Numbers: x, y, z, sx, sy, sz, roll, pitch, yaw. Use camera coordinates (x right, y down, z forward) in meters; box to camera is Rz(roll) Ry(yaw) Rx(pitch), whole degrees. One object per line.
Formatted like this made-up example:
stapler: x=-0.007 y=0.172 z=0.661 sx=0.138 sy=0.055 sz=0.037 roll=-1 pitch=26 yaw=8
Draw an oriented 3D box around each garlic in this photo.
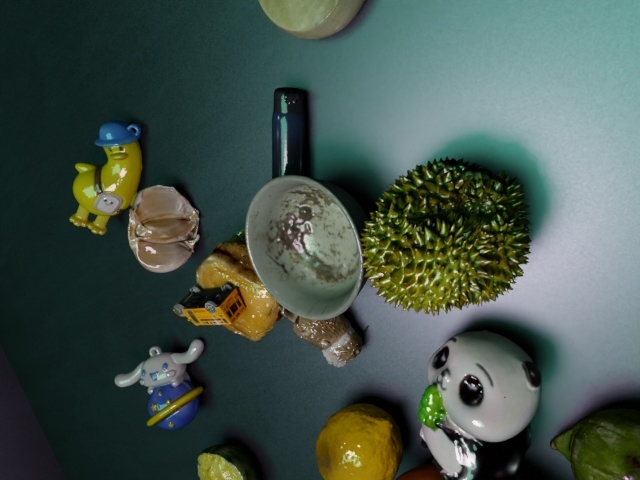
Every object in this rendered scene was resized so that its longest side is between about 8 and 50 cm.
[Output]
garlic: x=-0.424 y=-0.029 z=1.238 sx=0.142 sy=0.177 sz=0.230 roll=172 pitch=97 yaw=-66

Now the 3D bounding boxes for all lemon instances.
lemon: x=0.086 y=0.470 z=1.032 sx=0.188 sy=0.188 sz=0.257 roll=39 pitch=124 yaw=17

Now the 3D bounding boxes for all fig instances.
fig: x=0.469 y=0.366 z=0.757 sx=0.235 sy=0.203 sz=0.203 roll=-3 pitch=105 yaw=56

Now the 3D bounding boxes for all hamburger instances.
hamburger: x=-0.161 y=0.099 z=1.089 sx=0.244 sy=0.163 sz=0.245 roll=14 pitch=120 yaw=25

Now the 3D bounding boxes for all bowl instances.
bowl: x=0.000 y=0.000 z=0.926 sx=0.289 sy=0.146 sz=0.290 roll=15 pitch=116 yaw=34

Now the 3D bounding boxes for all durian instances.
durian: x=0.200 y=-0.003 z=0.758 sx=0.290 sy=0.291 sz=0.225 roll=17 pitch=154 yaw=28

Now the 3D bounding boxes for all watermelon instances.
watermelon: x=-0.260 y=0.706 z=1.374 sx=0.204 sy=0.127 sz=0.232 roll=-35 pitch=84 yaw=36

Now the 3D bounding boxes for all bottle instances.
bottle: x=-0.068 y=-0.196 z=0.981 sx=0.072 sy=0.082 sz=0.245 roll=-3 pitch=112 yaw=-12

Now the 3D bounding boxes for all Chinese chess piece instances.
Chinese chess piece: x=-0.013 y=-0.487 z=0.832 sx=0.237 sy=0.092 sz=0.238 roll=11 pitch=111 yaw=31

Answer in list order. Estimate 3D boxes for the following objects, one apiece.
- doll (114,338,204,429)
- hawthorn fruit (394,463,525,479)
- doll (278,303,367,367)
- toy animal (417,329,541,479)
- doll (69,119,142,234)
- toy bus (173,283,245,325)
doll: x=-0.434 y=0.431 z=1.407 sx=0.311 sy=0.159 sz=0.243 roll=-39 pitch=69 yaw=13
hawthorn fruit: x=0.274 y=0.665 z=0.826 sx=0.471 sy=0.471 sz=0.473 roll=11 pitch=112 yaw=30
doll: x=-0.002 y=0.191 z=1.026 sx=0.221 sy=0.115 sz=0.105 roll=35 pitch=169 yaw=-10
toy animal: x=0.277 y=0.300 z=0.833 sx=0.212 sy=0.212 sz=0.267 roll=7 pitch=111 yaw=31
doll: x=-0.588 y=-0.176 z=1.305 sx=0.199 sy=0.145 sz=0.363 roll=26 pitch=117 yaw=-22
toy bus: x=-0.248 y=0.147 z=1.021 sx=0.162 sy=0.070 sz=0.074 roll=-8 pitch=120 yaw=36
